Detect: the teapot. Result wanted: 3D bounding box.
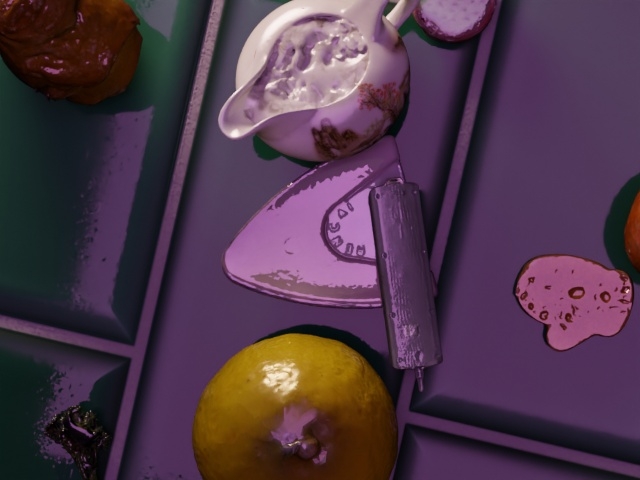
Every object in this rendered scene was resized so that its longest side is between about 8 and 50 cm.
[{"bbox_3d":[0.009,-0.203,1.421,0.204,0.139,0.298,40,82,20],"label":"teapot"}]

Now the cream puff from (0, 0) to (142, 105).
[{"bbox_3d":[-0.323,-0.272,1.427,0.155,0.241,0.269,-41,116,9],"label":"cream puff"}]

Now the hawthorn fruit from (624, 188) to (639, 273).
[{"bbox_3d":[0.432,-0.015,1.386,0.173,0.173,0.173,0,90,4],"label":"hawthorn fruit"}]

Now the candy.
[{"bbox_3d":[0.160,-0.289,1.470,0.103,0.043,0.103,0,91,6],"label":"candy"}]

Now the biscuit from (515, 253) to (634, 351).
[{"bbox_3d":[0.301,0.077,1.467,0.140,0.023,0.118,20,91,3],"label":"biscuit"}]

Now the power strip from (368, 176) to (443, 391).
[{"bbox_3d":[0.101,0.052,1.431,0.060,0.027,0.252,-7,88,-8],"label":"power strip"}]

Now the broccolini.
[{"bbox_3d":[-0.265,0.323,1.508,0.057,0.071,0.254,-26,96,-38],"label":"broccolini"}]

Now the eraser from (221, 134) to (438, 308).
[{"bbox_3d":[0.000,0.000,1.471,0.243,0.059,0.204,-15,89,0],"label":"eraser"}]

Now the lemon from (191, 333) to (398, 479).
[{"bbox_3d":[-0.028,0.225,1.393,0.240,0.219,0.240,0,88,0],"label":"lemon"}]
